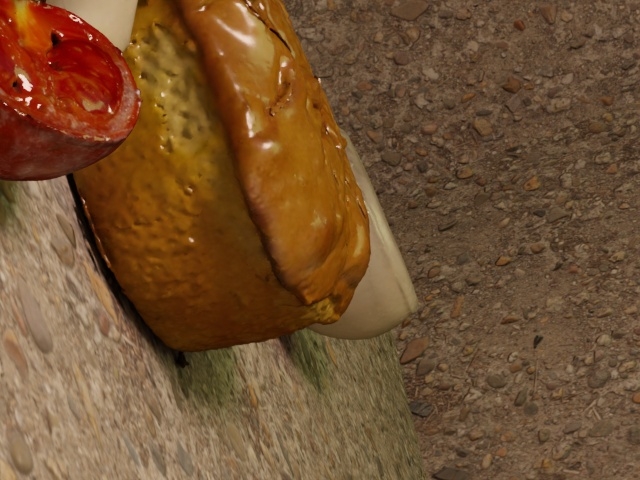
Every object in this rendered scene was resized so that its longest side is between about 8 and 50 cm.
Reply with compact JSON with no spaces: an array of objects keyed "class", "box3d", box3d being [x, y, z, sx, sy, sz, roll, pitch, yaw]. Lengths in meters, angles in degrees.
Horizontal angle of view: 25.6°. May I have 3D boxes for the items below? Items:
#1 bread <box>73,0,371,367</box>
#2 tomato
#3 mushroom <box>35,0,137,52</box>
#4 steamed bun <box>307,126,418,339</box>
[{"class":"bread","box3d":[-0.091,-0.095,1.272,0.398,0.215,0.398,-22,90,-83]},{"class":"tomato","box3d":[-0.205,-0.096,0.930,0.159,0.091,0.139,12,42,-49]},{"class":"mushroom","box3d":[-0.194,-0.326,0.989,0.315,0.356,0.315,38,4,-3]},{"class":"steamed bun","box3d":[0.000,0.000,1.795,0.283,0.177,0.283,-22,90,-87]}]
